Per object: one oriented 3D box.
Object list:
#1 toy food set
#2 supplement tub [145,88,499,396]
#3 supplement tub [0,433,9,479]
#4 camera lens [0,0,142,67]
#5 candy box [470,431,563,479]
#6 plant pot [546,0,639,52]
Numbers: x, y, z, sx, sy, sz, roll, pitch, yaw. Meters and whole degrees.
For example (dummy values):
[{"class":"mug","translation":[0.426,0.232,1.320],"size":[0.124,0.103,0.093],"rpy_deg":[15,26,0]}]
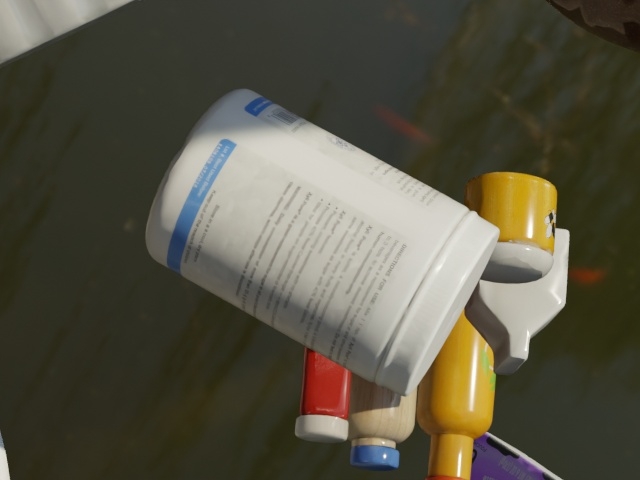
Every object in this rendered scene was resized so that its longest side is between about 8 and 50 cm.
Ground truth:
[{"class":"toy food set","translation":[0.048,0.051,0.834],"size":[0.111,0.232,0.104],"rpy_deg":[6,74,-4]},{"class":"supplement tub","translation":[0.000,0.000,0.631],"size":[0.107,0.071,0.071],"rpy_deg":[30,26,9]},{"class":"supplement tub","translation":[-0.336,0.143,0.889],"size":[0.228,0.316,0.228],"rpy_deg":[-15,90,-73]},{"class":"camera lens","translation":[-0.119,-0.183,0.481],"size":[0.274,0.219,0.219],"rpy_deg":[64,27,-9]},{"class":"candy box","translation":[0.117,0.249,1.230],"size":[0.070,0.196,0.165],"rpy_deg":[33,-2,-35]},{"class":"plant pot","translation":[0.177,-0.219,0.780],"size":[0.215,0.215,0.230],"rpy_deg":[43,-8,16]}]
